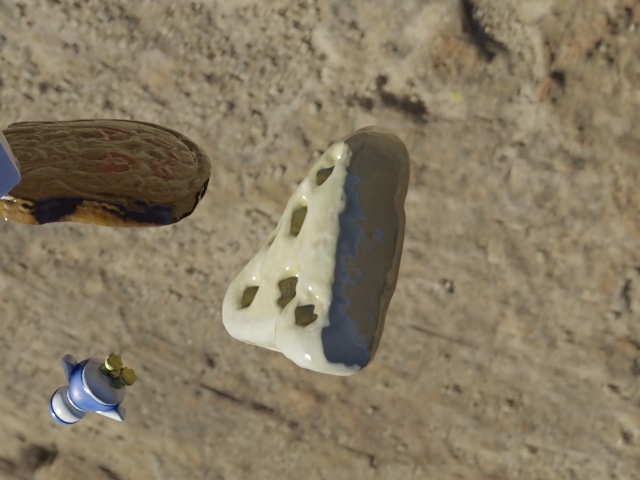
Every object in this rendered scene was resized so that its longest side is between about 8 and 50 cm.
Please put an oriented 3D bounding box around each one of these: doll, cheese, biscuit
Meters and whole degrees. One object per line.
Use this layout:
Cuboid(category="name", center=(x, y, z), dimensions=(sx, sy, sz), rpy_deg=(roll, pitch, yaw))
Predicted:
Cuboid(category="doll", center=(-0.262, 0.171, 1.532), dimensions=(0.099, 0.057, 0.143), rpy_deg=(47, 130, -9))
Cuboid(category="cheese", center=(0.000, 0.000, 1.842), dimensions=(0.130, 0.328, 0.351), rpy_deg=(18, 177, -24))
Cuboid(category="biscuit", center=(-0.248, -0.084, 1.506), dimensions=(0.257, 0.273, 0.049), rpy_deg=(1, 111, -14))

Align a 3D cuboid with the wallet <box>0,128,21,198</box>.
Cuboid(category="wallet", center=(-0.350, -0.107, 1.256), dimensions=(0.095, 0.033, 0.190), rpy_deg=(-27, 120, 1))
